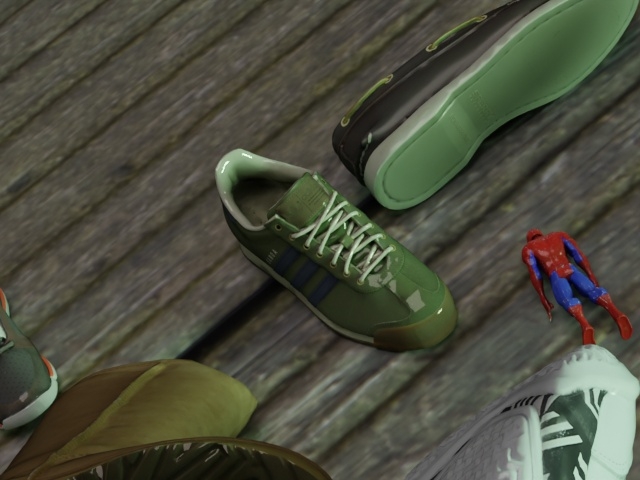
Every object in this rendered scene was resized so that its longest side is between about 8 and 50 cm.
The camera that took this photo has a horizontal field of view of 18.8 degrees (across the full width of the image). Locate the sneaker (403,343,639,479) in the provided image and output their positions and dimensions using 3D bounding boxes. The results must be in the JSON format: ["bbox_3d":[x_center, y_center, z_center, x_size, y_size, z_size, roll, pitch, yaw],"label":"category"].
[{"bbox_3d":[0.094,0.227,0.829,0.137,0.210,0.366,-39,14,53],"label":"sneaker"}]

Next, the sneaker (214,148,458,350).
[{"bbox_3d":[0.000,0.000,1.225,0.064,0.086,0.192,-45,47,-17],"label":"sneaker"}]

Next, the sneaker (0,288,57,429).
[{"bbox_3d":[-0.229,0.064,1.290,0.061,0.065,0.158,-35,44,-8],"label":"sneaker"}]

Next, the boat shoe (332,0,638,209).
[{"bbox_3d":[0.108,-0.116,1.284,0.228,0.081,0.068,-37,49,-7],"label":"boat shoe"}]

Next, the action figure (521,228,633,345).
[{"bbox_3d":[0.150,0.026,1.172,0.038,0.030,0.115,-23,39,-4],"label":"action figure"}]

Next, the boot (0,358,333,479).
[{"bbox_3d":[-0.080,0.120,1.061,0.236,0.089,0.269,-5,9,13],"label":"boot"}]
